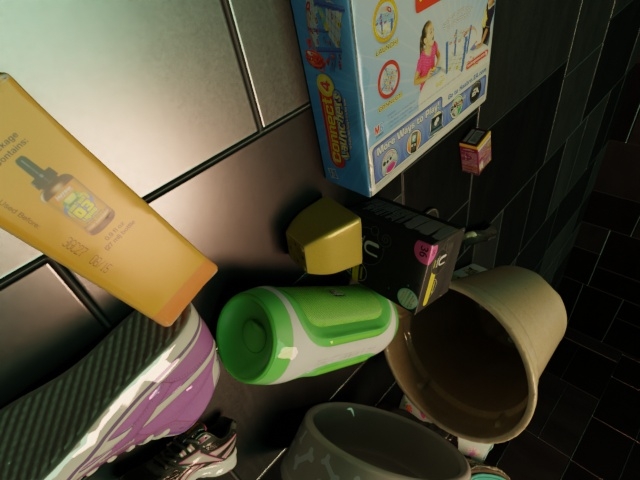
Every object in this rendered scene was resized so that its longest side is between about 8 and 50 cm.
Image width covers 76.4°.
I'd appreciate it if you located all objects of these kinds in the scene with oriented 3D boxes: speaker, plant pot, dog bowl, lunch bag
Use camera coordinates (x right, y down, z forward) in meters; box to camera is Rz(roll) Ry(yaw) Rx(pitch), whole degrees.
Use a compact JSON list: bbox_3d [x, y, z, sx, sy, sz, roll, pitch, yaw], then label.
[{"bbox_3d":[-0.001,0.126,0.600,0.297,0.131,0.131,7,107,-52],"label":"speaker"},{"bbox_3d":[0.357,0.197,0.882,0.306,0.334,0.333,-18,126,-38],"label":"plant pot"},{"bbox_3d":[0.108,0.406,0.747,0.349,0.349,0.102,19,83,-53],"label":"dog bowl"},{"bbox_3d":[0.000,0.000,0.566,0.083,0.081,0.081,-26,131,-25],"label":"plant pot"},{"bbox_3d":[0.358,0.575,1.202,0.160,0.262,0.223,-12,122,-46],"label":"lunch bag"}]

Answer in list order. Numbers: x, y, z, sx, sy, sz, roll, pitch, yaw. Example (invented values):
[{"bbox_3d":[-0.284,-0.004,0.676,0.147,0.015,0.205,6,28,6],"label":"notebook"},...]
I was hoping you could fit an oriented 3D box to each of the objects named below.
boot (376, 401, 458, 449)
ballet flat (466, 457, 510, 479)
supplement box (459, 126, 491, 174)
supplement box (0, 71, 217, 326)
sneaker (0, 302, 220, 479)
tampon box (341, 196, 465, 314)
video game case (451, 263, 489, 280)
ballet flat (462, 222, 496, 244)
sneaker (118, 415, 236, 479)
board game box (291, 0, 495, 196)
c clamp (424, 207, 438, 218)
[{"bbox_3d":[0.175,0.502,0.954,0.338,0.223,0.118,-21,108,-46],"label":"boot"},{"bbox_3d":[0.297,0.624,1.020,0.483,0.182,0.163,12,97,-38],"label":"ballet flat"},{"bbox_3d":[0.332,-0.191,0.869,0.055,0.043,0.083,-49,141,-18],"label":"supplement box"},{"bbox_3d":[-0.188,-0.019,0.328,0.078,0.080,0.233,-51,144,-16],"label":"supplement box"},{"bbox_3d":[-0.216,0.201,0.415,0.282,0.102,0.160,-39,141,-28],"label":"sneaker"},{"bbox_3d":[0.122,0.016,0.650,0.102,0.161,0.120,-21,127,-42],"label":"tampon box"},{"bbox_3d":[0.360,0.214,1.144,0.245,0.061,0.269,-10,120,-45],"label":"video game case"},{"bbox_3d":[0.424,-0.018,1.100,0.173,0.049,0.058,-7,162,-47],"label":"ballet flat"},{"bbox_3d":[-0.184,0.284,0.546,0.178,0.072,0.077,6,96,-60],"label":"sneaker"},{"bbox_3d":[0.113,-0.266,0.524,0.308,0.086,0.301,-40,138,-27],"label":"board game box"},{"bbox_3d":[0.205,0.010,0.868,0.161,0.022,0.137,-41,133,-24],"label":"c clamp"}]
